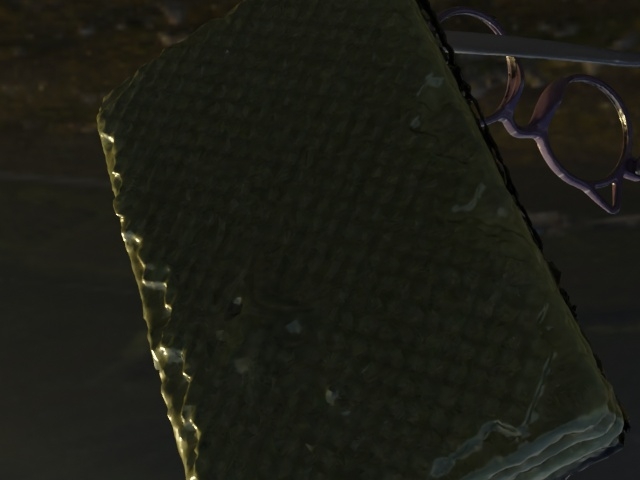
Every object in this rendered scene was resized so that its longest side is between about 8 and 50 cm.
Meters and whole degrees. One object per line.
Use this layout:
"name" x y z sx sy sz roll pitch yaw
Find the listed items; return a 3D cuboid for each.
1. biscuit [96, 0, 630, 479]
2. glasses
"biscuit" 0.000 0.000 0.405 0.121 0.199 0.040 -31 141 13
"glasses" 0.117 -0.067 0.566 0.140 0.062 0.104 26 161 -26
